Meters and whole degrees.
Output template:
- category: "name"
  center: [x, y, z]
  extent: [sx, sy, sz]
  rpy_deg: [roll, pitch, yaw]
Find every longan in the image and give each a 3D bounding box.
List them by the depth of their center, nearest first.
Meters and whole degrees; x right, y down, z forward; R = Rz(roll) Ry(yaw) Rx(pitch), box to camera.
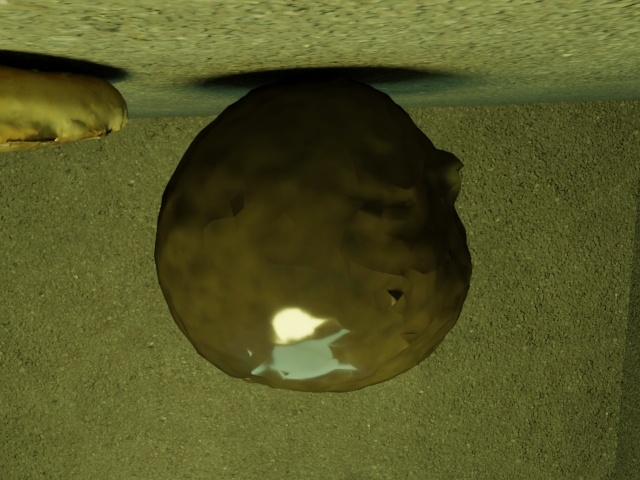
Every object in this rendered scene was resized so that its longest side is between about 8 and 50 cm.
- category: "longan"
  center: [0.000, 0.000, 0.652]
  extent: [0.391, 0.391, 0.391]
  rpy_deg: [-2, -168, 0]

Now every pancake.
- category: "pancake"
  center: [-0.363, -0.102, 0.458]
  extent: [0.386, 0.082, 0.387]
  rpy_deg: [-6, -169, 1]
